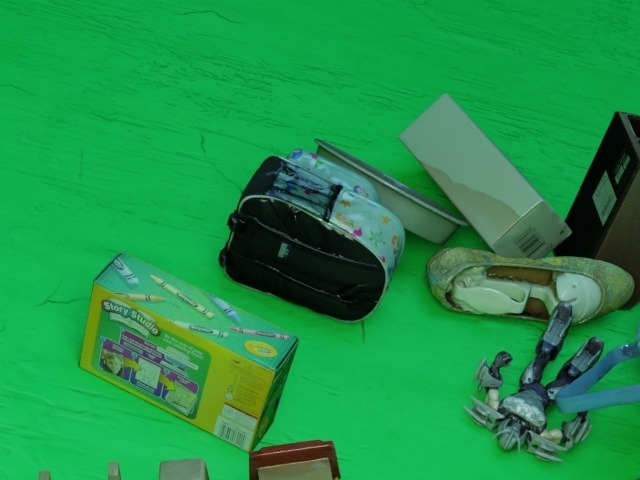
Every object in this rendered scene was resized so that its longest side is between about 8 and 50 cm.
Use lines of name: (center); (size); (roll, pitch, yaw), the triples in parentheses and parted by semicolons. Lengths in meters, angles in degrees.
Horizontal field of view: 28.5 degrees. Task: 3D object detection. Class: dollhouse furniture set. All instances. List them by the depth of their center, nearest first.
dollhouse furniture set: (-0.143, 0.376, 1.495); (0.374, 0.152, 0.201); (-6, 41, -2)

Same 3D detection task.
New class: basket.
basket: (0.497, 0.173, 1.761); (0.288, 0.201, 0.254); (-11, 9, 38)

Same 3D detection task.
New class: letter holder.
letter holder: (0.554, -0.038, 2.117); (0.214, 0.302, 0.152); (8, 39, -12)

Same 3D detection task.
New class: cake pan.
cake pan: (0.106, -0.077, 2.088); (0.293, 0.054, 0.293); (29, 6, -4)

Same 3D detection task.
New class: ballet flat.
ballet flat: (0.342, 0.085, 2.027); (0.348, 0.123, 0.123); (8, 38, -4)

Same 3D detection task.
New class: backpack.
backpack: (0.000, 0.000, 1.917); (0.253, 0.225, 0.191); (27, 48, 6)

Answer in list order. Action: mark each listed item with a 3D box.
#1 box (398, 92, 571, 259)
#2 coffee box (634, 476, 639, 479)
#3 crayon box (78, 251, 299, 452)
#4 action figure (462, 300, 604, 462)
box: (0.283, -0.100, 2.190); (0.148, 0.121, 0.311); (38, 13, -49)
coffee box: (0.507, 0.351, 1.729); (0.040, 0.184, 0.113); (42, 27, -32)
crayon box: (-0.183, 0.151, 1.706); (0.278, 0.165, 0.081); (25, 38, 10)
action figure: (0.326, 0.219, 1.881); (0.185, 0.099, 0.285); (37, 45, 7)
